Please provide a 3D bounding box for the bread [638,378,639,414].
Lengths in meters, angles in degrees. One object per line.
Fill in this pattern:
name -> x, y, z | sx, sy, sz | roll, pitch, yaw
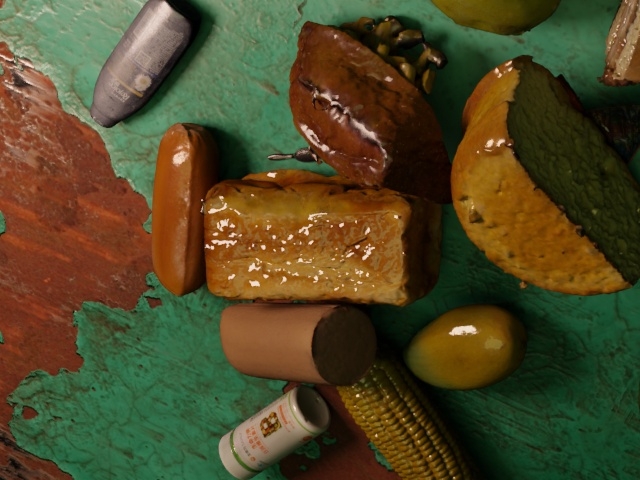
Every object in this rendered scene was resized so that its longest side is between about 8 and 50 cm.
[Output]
bread -> 0.615, 0.204, 1.595 | 0.366, 0.129, 0.382 | 46, 121, -6

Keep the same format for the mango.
mango -> 0.212, 0.159, 1.737 | 0.195, 0.092, 0.130 | -10, 112, 28

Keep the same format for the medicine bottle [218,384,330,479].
medicine bottle -> -0.075, 0.312, 1.913 | 0.183, 0.086, 0.086 | -38, 98, 29

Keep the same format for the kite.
kite -> 0.351, -0.148, 1.557 | 0.232, 0.009, 0.189 | -6, 134, 43

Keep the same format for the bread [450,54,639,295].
bread -> 0.280, -0.059, 1.537 | 0.179, 0.194, 0.340 | -22, 123, 41

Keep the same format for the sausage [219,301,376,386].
sausage -> -0.044, 0.152, 1.769 | 0.253, 0.123, 0.123 | -1, 117, 50

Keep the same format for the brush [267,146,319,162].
brush -> -0.039, -0.125, 1.737 | 0.083, 0.008, 0.024 | -2, 117, 20

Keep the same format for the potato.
potato -> 0.194, -0.365, 1.462 | 0.253, 0.148, 0.186 | 46, 118, -5

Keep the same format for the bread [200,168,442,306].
bread -> 0.002, -0.004, 1.702 | 0.344, 0.149, 0.195 | 3, 100, 18

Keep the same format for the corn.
corn -> 0.143, 0.303, 1.813 | 0.120, 0.120, 0.363 | -29, 100, 28

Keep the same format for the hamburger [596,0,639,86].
hamburger -> 0.462, -0.311, 1.397 | 0.245, 0.155, 0.282 | 3, 120, 10

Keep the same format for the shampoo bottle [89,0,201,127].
shampoo bottle -> -0.264, -0.259, 1.728 | 0.087, 0.049, 0.233 | 39, 121, -4

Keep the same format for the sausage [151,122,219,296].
sausage -> -0.205, -0.046, 1.779 | 0.105, 0.105, 0.274 | 14, 117, 13

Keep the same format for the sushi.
sushi -> 0.074, -0.179, 1.589 | 0.296, 0.179, 0.167 | 43, 148, 27
